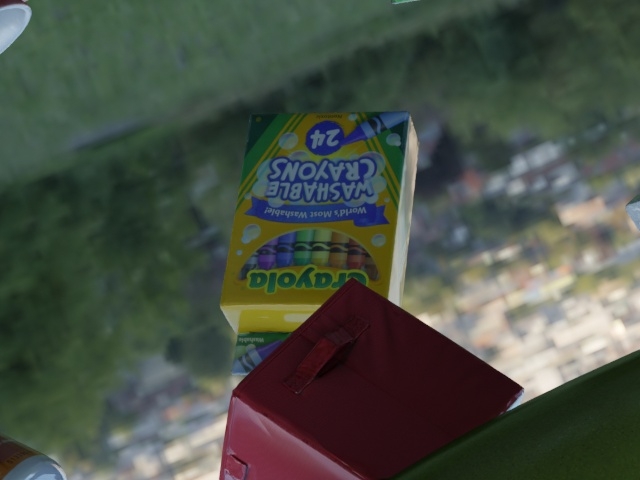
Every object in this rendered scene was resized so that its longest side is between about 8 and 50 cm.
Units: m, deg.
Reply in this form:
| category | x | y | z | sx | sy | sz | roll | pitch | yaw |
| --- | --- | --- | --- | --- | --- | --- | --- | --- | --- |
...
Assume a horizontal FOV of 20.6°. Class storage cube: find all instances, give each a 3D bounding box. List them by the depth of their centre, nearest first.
| category | x | y | z | sx | sy | sz | roll | pitch | yaw |
| --- | --- | --- | --- | --- | --- | --- | --- | --- | --- |
| storage cube | 0.041 | 0.188 | 1.573 | 0.184 | 0.193 | 0.215 | -42 | 156 | -38 |

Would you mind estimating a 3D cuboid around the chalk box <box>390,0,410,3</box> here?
| category | x | y | z | sx | sy | sz | roll | pitch | yaw |
| --- | --- | --- | --- | --- | --- | --- | --- | --- | --- |
| chalk box | 0.167 | -0.415 | 2.194 | 0.289 | 0.180 | 0.179 | -4 | -155 | 46 |

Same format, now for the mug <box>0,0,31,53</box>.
| category | x | y | z | sx | sy | sz | roll | pitch | yaw |
| --- | --- | --- | --- | --- | --- | --- | --- | --- | --- |
| mug | -0.290 | -0.201 | 1.249 | 0.113 | 0.169 | 0.150 | -38 | 175 | 23 |

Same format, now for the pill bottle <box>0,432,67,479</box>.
| category | x | y | z | sx | sy | sz | roll | pitch | yaw |
| --- | --- | --- | --- | --- | --- | --- | --- | --- | --- |
| pill bottle | -0.330 | 0.198 | 1.476 | 0.121 | 0.216 | 0.121 | -49 | 152 | -38 |

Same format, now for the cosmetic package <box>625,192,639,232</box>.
| category | x | y | z | sx | sy | sz | roll | pitch | yaw |
| --- | --- | --- | --- | --- | --- | --- | --- | --- | --- |
| cosmetic package | 0.491 | 0.022 | 2.178 | 0.085 | 0.231 | 0.117 | -35 | -175 | -32 |

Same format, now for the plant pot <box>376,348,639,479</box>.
| category | x | y | z | sx | sy | sz | roll | pitch | yaw |
| --- | --- | --- | --- | --- | --- | --- | --- | --- | --- |
| plant pot | 0.228 | 0.234 | 1.192 | 0.353 | 0.366 | 0.366 | -39 | 169 | 6 |

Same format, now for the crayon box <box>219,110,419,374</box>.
| category | x | y | z | sx | sy | sz | roll | pitch | yaw |
| --- | --- | --- | --- | --- | --- | --- | --- | --- | --- |
| crayon box | 0.000 | 0.000 | 2.105 | 0.203 | 0.323 | 0.083 | 0 | 152 | 14 |
